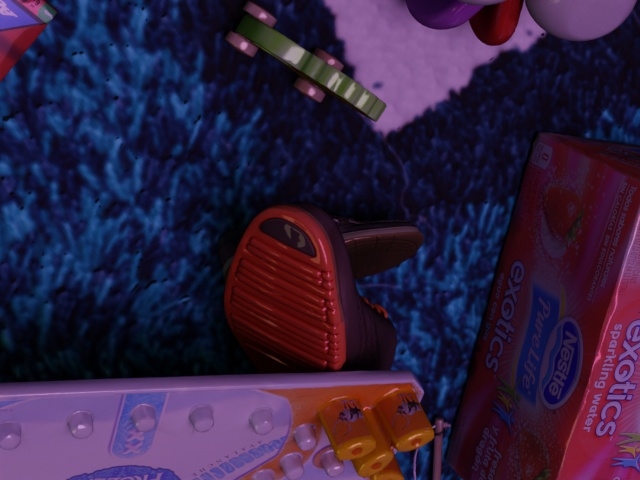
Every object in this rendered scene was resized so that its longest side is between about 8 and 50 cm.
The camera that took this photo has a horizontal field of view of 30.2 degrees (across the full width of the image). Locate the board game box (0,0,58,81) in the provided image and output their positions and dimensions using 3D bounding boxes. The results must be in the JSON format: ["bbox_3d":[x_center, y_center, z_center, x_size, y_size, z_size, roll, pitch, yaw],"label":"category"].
[{"bbox_3d":[-0.303,-0.165,0.665,0.281,0.027,0.145,39,92,-32],"label":"board game box"}]

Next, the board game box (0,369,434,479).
[{"bbox_3d":[-0.152,0.248,0.813,0.389,0.050,0.390,1,129,-25],"label":"board game box"}]

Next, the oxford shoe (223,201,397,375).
[{"bbox_3d":[0.001,0.060,0.841,0.098,0.097,0.271,-45,150,-31],"label":"oxford shoe"}]

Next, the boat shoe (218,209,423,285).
[{"bbox_3d":[0.000,0.000,0.857,0.152,0.049,0.056,-8,145,-21],"label":"boat shoe"}]

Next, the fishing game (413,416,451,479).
[{"bbox_3d":[-0.013,0.238,0.957,0.264,0.041,0.189,-3,109,-24],"label":"fishing game"}]

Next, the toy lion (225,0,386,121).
[{"bbox_3d":[-0.005,-0.113,0.784,0.100,0.096,0.034,30,95,-31],"label":"toy lion"}]

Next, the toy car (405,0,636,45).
[{"bbox_3d":[0.113,-0.196,0.795,0.182,0.159,0.136,13,141,-29],"label":"toy car"}]

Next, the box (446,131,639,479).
[{"bbox_3d":[0.230,0.081,0.945,0.154,0.142,0.300,5,108,-28],"label":"box"}]
